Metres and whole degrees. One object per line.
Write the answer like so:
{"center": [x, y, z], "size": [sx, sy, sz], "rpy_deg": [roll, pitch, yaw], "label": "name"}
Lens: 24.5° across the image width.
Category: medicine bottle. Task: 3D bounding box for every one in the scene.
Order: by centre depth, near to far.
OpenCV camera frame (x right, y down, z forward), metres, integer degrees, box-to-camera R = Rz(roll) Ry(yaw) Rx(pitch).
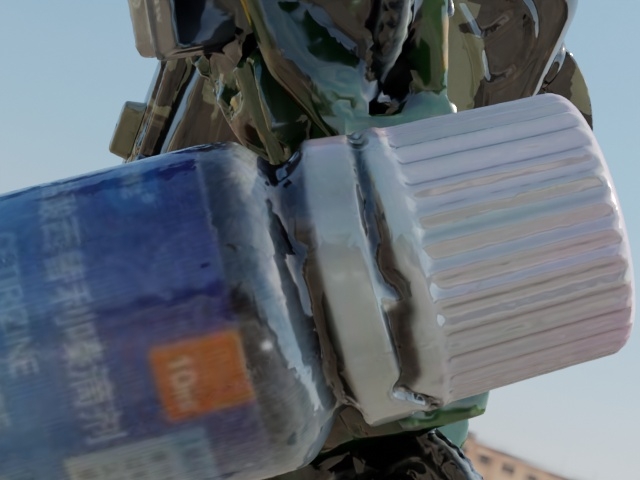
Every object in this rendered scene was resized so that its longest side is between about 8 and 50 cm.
{"center": [-0.030, 0.020, 0.354], "size": [0.203, 0.083, 0.083], "rpy_deg": [-14, -8, -4], "label": "medicine bottle"}

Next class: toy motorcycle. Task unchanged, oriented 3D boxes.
{"center": [0.000, 0.000, 0.498], "size": [0.125, 0.274, 0.187], "rpy_deg": [-10, 3, -25], "label": "toy motorcycle"}

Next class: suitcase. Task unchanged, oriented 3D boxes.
{"center": [0.038, -0.104, 1.114], "size": [0.339, 0.351, 0.194], "rpy_deg": [16, 19, -21], "label": "suitcase"}
